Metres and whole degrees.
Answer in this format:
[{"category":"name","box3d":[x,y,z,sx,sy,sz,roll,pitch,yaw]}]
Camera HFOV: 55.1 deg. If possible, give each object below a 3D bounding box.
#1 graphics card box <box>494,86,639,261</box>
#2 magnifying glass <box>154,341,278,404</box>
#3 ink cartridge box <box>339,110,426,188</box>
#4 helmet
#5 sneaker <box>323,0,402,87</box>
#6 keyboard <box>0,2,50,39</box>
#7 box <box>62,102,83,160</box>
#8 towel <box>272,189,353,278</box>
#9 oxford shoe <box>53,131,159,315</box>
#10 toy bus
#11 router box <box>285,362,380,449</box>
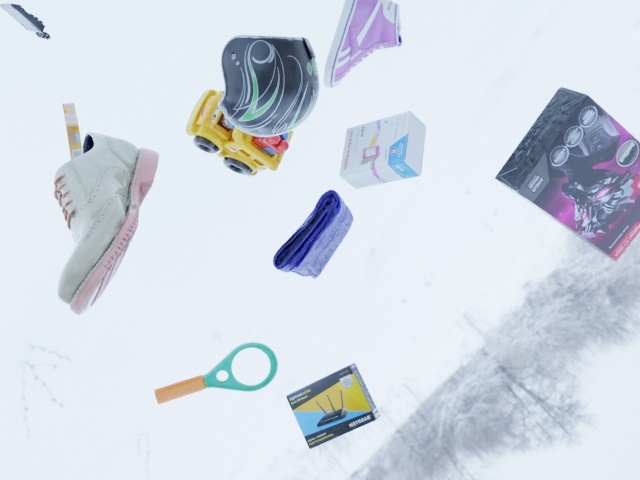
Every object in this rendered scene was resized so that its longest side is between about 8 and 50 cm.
[{"category":"graphics card box","box3d":[0.579,-0.132,1.316,0.371,0.094,0.233,29,103,-27]},{"category":"magnifying glass","box3d":[-0.191,0.255,1.141,0.231,0.092,0.026,-16,-175,-6]},{"category":"ink cartridge box","box3d":[0.095,-0.138,0.949,0.122,0.088,0.052,-9,152,40]},{"category":"helmet","box3d":[-0.086,-0.253,1.019,0.169,0.169,0.161,-18,115,-51]},{"category":"sneaker","box3d":[0.104,-0.456,1.467,0.282,0.161,0.102,116,-11,-56]},{"category":"keyboard","box3d":[-0.657,-0.495,1.381,0.023,0.180,0.108,-52,128,-7]},{"category":"box","box3d":[-0.514,-0.228,1.274,0.028,0.136,0.081,-8,127,-20]},{"category":"towel","box3d":[0.000,0.000,1.542,0.227,0.076,0.308,-51,169,1]},{"category":"oxford shoe","box3d":[-0.374,-0.041,0.995,0.140,0.146,0.397,-53,-156,28]},{"category":"toy bus","box3d":[-0.171,-0.254,1.438,0.220,0.211,0.149,32,76,-35]},{"category":"router box","box3d":[0.027,0.375,1.392,0.179,0.133,0.046,-30,168,18]}]
